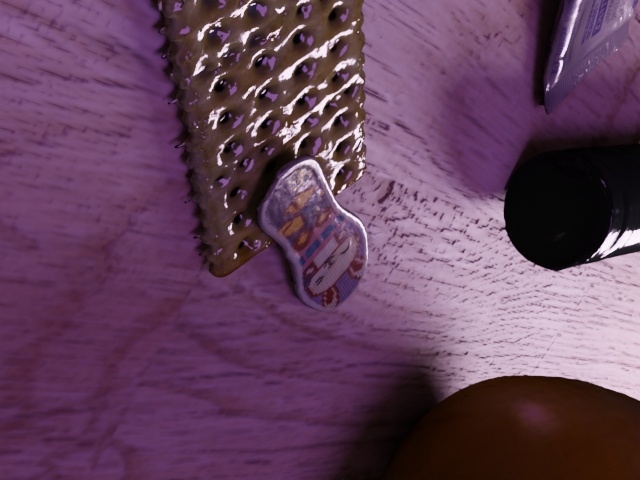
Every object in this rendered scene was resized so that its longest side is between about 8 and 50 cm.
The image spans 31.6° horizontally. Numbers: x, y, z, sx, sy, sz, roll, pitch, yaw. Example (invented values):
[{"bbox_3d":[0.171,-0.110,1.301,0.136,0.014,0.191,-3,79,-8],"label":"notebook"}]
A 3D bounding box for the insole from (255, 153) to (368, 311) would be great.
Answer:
[{"bbox_3d":[0.000,0.000,0.716,0.065,0.004,0.197,-47,155,-9],"label":"insole"}]

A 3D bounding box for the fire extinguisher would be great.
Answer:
[{"bbox_3d":[0.283,-0.039,0.981,0.311,0.114,0.095,-8,81,-51],"label":"fire extinguisher"}]

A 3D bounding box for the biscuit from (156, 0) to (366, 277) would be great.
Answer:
[{"bbox_3d":[-0.024,-0.087,0.613,0.139,0.016,0.231,-37,145,-28],"label":"biscuit"}]

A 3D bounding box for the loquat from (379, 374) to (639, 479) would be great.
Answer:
[{"bbox_3d":[0.218,0.255,0.951,0.359,0.328,0.328,-39,150,10],"label":"loquat"}]

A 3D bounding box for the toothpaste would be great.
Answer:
[{"bbox_3d":[0.202,-0.208,0.765,0.099,0.068,0.282,-14,144,-9],"label":"toothpaste"}]
